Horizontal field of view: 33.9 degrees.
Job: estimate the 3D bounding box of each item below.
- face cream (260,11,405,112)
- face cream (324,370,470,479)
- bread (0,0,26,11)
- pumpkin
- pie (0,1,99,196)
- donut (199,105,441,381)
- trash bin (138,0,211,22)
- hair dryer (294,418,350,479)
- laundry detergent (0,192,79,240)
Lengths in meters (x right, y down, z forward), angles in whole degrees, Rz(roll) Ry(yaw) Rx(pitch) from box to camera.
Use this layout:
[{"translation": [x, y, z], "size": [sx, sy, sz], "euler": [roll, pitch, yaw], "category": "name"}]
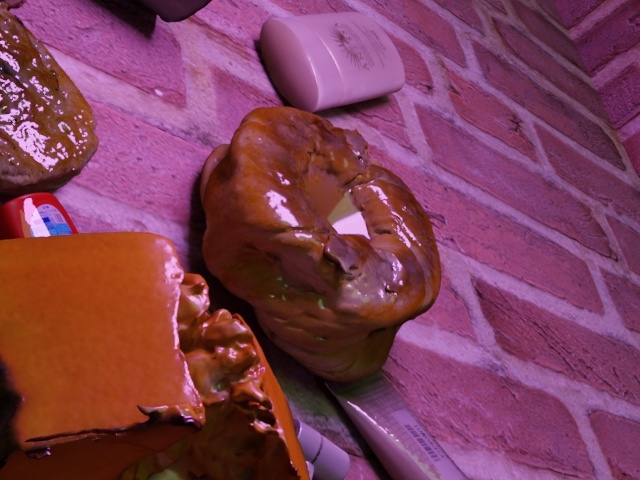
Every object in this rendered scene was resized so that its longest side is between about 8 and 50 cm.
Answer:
[{"translation": [0.021, -0.305, 1.757], "size": [0.174, 0.081, 0.348], "euler": [56, 30, 6], "category": "face cream"}, {"translation": [0.139, 0.299, 1.307], "size": [0.341, 0.084, 0.137], "euler": [52, 27, 16], "category": "face cream"}, {"translation": [-0.387, -0.317, 1.227], "size": [0.113, 0.060, 0.082], "euler": [52, 30, -6], "category": "bread"}, {"translation": [-0.166, 0.144, 0.864], "size": [0.303, 0.256, 0.225], "euler": [56, 15, -47], "category": "pumpkin"}, {"translation": [-0.345, -0.164, 1.108], "size": [0.277, 0.078, 0.277], "euler": [35, 36, -31], "category": "pie"}, {"translation": [0.000, 0.000, 1.331], "size": [0.360, 0.170, 0.360], "euler": [31, 34, -24], "category": "donut"}, {"translation": [-0.291, -0.508, 1.357], "size": [0.432, 0.280, 0.280], "euler": [36, 34, -32], "category": "trash bin"}, {"translation": [-0.016, 0.270, 1.147], "size": [0.082, 0.047, 0.137], "euler": [40, 38, -23], "category": "hair dryer"}, {"translation": [-0.259, 0.033, 1.055], "size": [0.165, 0.049, 0.097], "euler": [60, 27, 7], "category": "laundry detergent"}]
